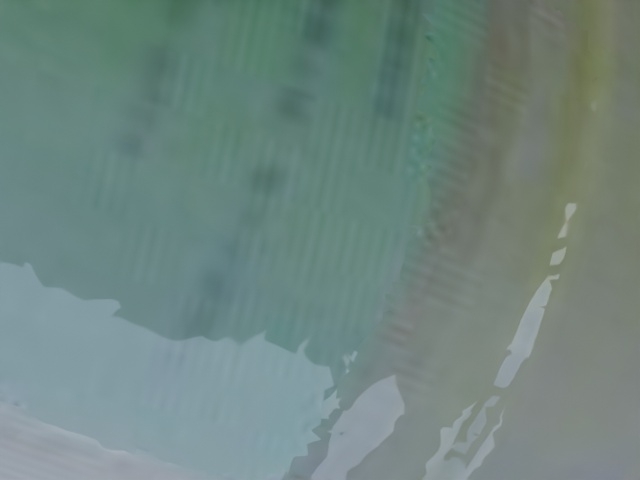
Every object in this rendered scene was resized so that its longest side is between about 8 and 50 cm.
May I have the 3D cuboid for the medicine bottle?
[{"bbox_3d":[0.000,0.000,0.510,0.406,0.235,0.236,24,164,-26],"label":"medicine bottle"}]
